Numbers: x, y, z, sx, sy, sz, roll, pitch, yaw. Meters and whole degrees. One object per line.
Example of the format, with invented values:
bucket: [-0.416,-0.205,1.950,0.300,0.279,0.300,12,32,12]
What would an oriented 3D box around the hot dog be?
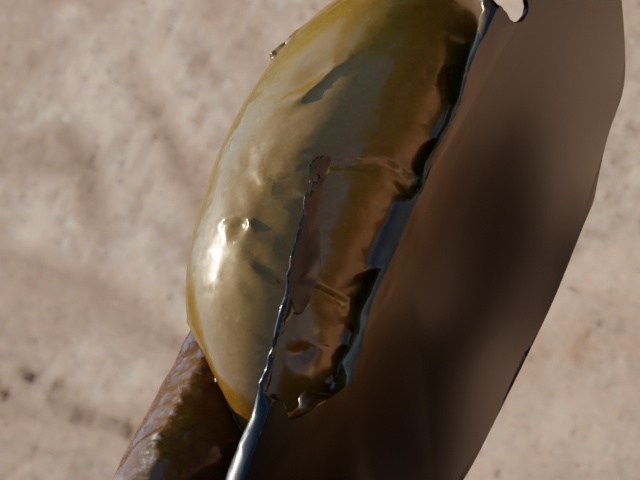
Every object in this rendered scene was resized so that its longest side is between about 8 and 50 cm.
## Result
hot dog: [0.003,0.003,0.724,0.107,0.194,0.326,13,48,31]
